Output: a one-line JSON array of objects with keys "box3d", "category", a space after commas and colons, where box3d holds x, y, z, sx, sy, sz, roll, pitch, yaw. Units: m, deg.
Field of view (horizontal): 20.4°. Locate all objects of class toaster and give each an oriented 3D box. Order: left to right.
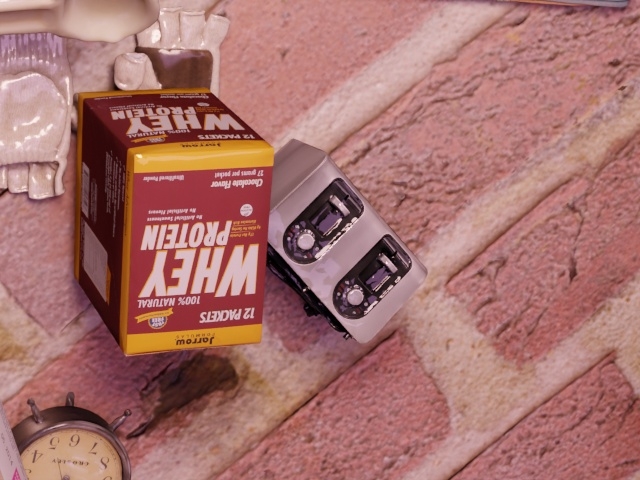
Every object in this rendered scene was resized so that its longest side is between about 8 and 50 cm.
[{"box3d": [0.000, 0.000, 1.749, 0.110, 0.186, 0.168, -43, 109, -6], "category": "toaster"}]

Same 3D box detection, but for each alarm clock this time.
[{"box3d": [-0.264, 0.249, 1.782, 0.129, 0.064, 0.192, 10, 101, -24], "category": "alarm clock"}]

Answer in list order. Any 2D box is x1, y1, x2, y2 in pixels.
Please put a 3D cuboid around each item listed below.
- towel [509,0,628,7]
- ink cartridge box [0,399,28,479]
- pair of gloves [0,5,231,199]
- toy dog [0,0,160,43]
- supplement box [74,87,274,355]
[{"box3d": [0.156, -0.373, 1.757, 0.370, 0.040, 0.271, 0, 106, -19], "category": "towel"}, {"box3d": [-0.378, 0.250, 1.690, 0.193, 0.088, 0.234, -11, 113, 7], "category": "ink cartridge box"}, {"box3d": [-0.209, -0.133, 1.691, 0.240, 0.042, 0.204, 4, 106, -21], "category": "pair of gloves"}, {"box3d": [-0.303, -0.387, 1.405, 0.284, 0.395, 0.408, -9, 77, -4], "category": "toy dog"}, {"box3d": [-0.139, -0.022, 1.628, 0.129, 0.194, 0.191, -4, 112, -21], "category": "supplement box"}]
